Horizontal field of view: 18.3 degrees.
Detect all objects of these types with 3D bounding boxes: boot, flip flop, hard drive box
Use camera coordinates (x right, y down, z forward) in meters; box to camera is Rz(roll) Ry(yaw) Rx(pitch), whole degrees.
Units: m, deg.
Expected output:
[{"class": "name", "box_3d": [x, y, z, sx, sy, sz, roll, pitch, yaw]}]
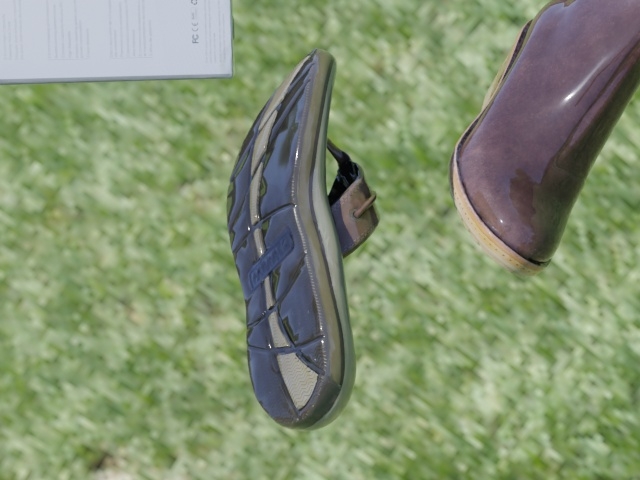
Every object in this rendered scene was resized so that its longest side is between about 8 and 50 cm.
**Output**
[{"class": "boot", "box_3d": [0.185, -0.109, 1.383, 0.207, 0.090, 0.248, -46, 21, 33]}, {"class": "flip flop", "box_3d": [0.000, 0.000, 1.316, 0.112, 0.080, 0.277, -45, 42, 44]}, {"class": "hard drive box", "box_3d": [-0.194, -0.232, 1.776, 0.089, 0.232, 0.181, -104, 13, -83]}]
